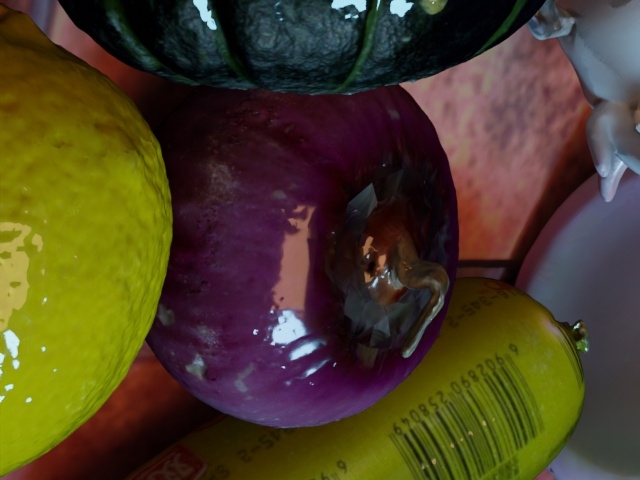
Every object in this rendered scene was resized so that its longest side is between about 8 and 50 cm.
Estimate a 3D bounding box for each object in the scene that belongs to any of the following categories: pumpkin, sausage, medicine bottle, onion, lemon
[{"bbox_3d":[-0.006,-0.141,0.665,0.220,0.220,0.161,-9,108,-37],"label":"pumpkin"},{"bbox_3d":[0.002,0.126,0.859,0.347,0.123,0.123,-31,127,-25],"label":"sausage"},{"bbox_3d":[0.309,0.088,1.037,0.388,0.219,0.219,18,97,-44],"label":"medicine bottle"},{"bbox_3d":[-0.008,-0.002,0.777,0.177,0.153,0.177,40,41,-48],"label":"onion"},{"bbox_3d":[-0.149,0.007,0.641,0.178,0.178,0.203,17,99,-43],"label":"lemon"}]

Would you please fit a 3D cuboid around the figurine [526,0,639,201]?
[{"bbox_3d":[0.209,-0.148,0.818,0.206,0.284,0.315,45,71,-11],"label":"figurine"}]
